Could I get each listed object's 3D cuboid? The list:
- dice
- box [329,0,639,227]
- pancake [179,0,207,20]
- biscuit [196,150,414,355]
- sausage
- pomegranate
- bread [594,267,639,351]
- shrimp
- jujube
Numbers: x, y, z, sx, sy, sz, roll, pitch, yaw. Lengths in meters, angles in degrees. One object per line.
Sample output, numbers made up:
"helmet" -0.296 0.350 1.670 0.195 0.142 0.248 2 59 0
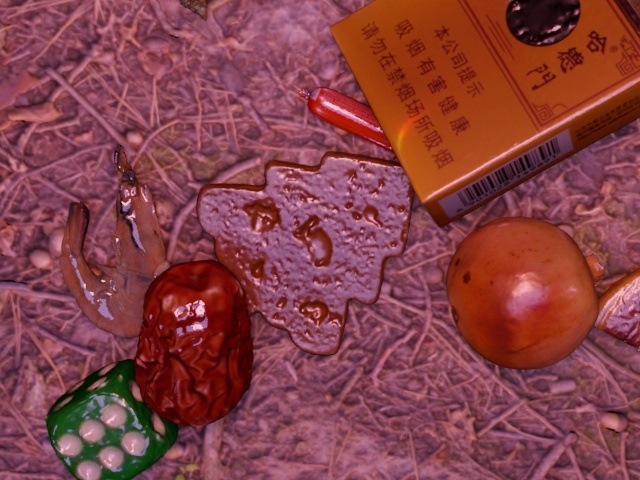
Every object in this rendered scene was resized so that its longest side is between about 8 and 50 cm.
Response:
"dice" -0.270 0.240 1.398 0.128 0.120 0.130 -29 99 9
"box" 0.251 -0.231 1.224 0.415 0.116 0.264 -29 66 9
"pancake" -0.271 -0.404 1.291 0.197 0.054 0.376 -39 97 8
"biscuit" 0.000 0.000 1.374 0.302 0.043 0.278 -32 99 10
"sausage" 0.039 -0.153 1.341 0.145 0.048 0.050 24 136 -3
"pomegranate" 0.250 0.064 1.319 0.191 0.191 0.191 0 103 1
"bread" 0.406 0.095 1.381 0.136 0.054 0.154 -6 97 1
"shrimp" -0.269 0.004 1.380 0.145 0.059 0.254 -9 107 13
"jujube" -0.156 0.124 1.327 0.155 0.155 0.230 4 132 1
